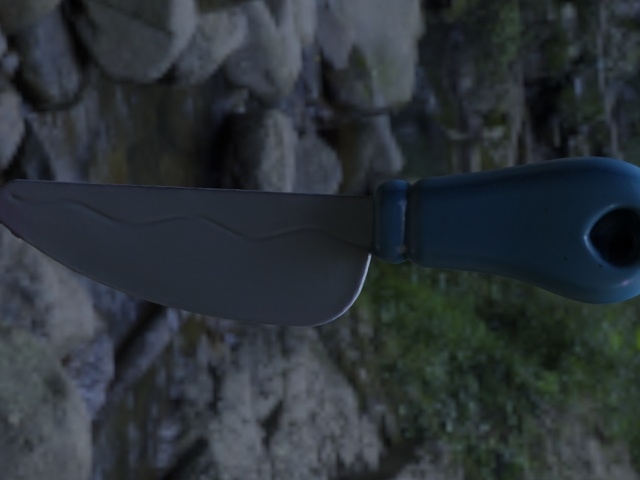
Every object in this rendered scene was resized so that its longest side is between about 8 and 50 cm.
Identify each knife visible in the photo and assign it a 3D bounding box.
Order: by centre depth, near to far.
[{"bbox_3d":[0.001,0.002,0.535,0.032,0.244,0.058,-51,138,-75],"label":"knife"}]
